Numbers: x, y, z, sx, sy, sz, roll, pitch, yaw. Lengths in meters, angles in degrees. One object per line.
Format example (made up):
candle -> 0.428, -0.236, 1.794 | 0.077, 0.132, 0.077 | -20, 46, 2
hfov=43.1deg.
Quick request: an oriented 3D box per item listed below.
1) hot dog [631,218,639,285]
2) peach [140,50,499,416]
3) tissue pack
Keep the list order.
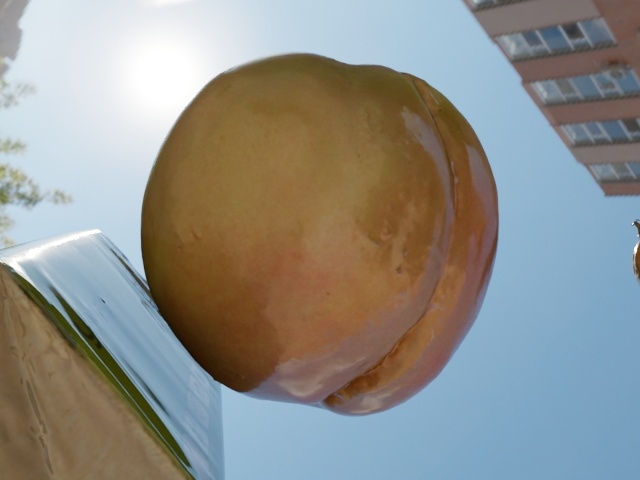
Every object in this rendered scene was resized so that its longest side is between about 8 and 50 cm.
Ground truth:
hot dog -> 0.382, 0.067, 0.703 | 0.269, 0.072, 0.109 | 43, -79, 18
peach -> 0.000, 0.000, 0.413 | 0.184, 0.184, 0.184 | -24, -133, 29
tissue pack -> -0.169, 0.110, 0.426 | 0.200, 0.167, 0.275 | -40, -174, -4
